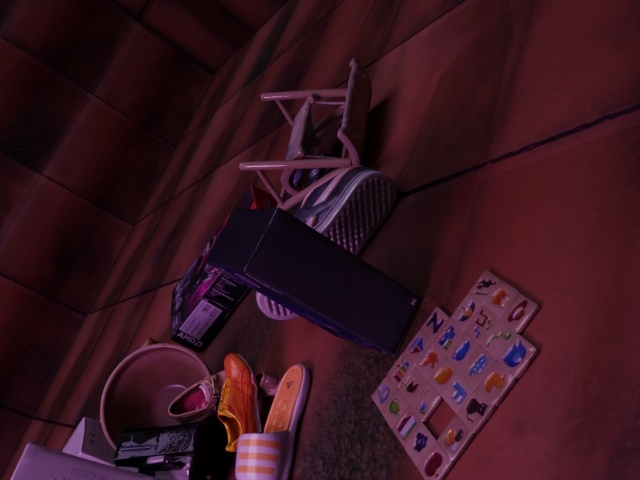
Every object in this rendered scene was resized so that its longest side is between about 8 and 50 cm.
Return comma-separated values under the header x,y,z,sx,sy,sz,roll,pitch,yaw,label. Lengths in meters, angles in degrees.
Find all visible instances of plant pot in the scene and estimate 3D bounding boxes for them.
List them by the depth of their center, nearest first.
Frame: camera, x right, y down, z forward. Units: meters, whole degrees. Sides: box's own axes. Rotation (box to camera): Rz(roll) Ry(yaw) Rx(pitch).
x,y,z,sx,sy,sz,roll,pitch,yaw,label
-0.314,0.337,1.328,0.237,0.237,0.110,-65,-16,-15,plant pot

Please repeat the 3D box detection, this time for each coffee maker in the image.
x,y,z,sx,sy,sz,roll,pitch,yaw,label
-0.263,0.377,1.171,0.178,0.120,0.171,-10,30,23,coffee maker

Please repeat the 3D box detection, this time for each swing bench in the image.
x,y,z,sx,sy,sz,roll,pitch,yaw,label
-0.006,-0.218,1.389,0.254,0.165,0.253,-13,43,26,swing bench

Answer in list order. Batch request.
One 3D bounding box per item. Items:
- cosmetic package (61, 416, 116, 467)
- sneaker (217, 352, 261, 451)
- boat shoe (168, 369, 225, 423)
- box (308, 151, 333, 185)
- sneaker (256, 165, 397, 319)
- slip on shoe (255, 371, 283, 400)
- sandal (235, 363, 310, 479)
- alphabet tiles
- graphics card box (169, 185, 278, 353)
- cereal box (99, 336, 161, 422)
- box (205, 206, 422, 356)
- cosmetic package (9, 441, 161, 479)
x,y,z,sx,sy,sz,roll,pitch,yaw,label
-0.525,0.541,1.494,0.184,0.151,0.151,-56,22,5,cosmetic package
-0.145,0.274,1.119,0.064,0.067,0.175,-44,49,39,sneaker
-0.212,0.292,1.238,0.170,0.059,0.063,-34,67,-4,boat shoe
0.001,-0.161,1.500,0.083,0.018,0.067,-54,24,7,box
0.000,0.000,1.175,0.321,0.126,0.127,-47,28,-2,sneaker
-0.120,0.267,1.179,0.135,0.041,0.051,-28,37,49,slip on shoe
-0.090,0.308,1.026,0.102,0.076,0.265,-32,34,46,sandal
0.166,0.152,0.804,0.237,0.009,0.198,-55,23,6,alphabet tiles
-0.228,0.065,1.579,0.371,0.094,0.233,-52,24,16,graphics card box
-0.527,0.405,1.796,0.240,0.047,0.173,-50,24,17,cereal box
-0.013,0.058,0.952,0.184,0.261,0.103,-1,60,63,box
-0.456,0.557,1.117,0.161,0.230,0.453,-86,22,-52,cosmetic package
